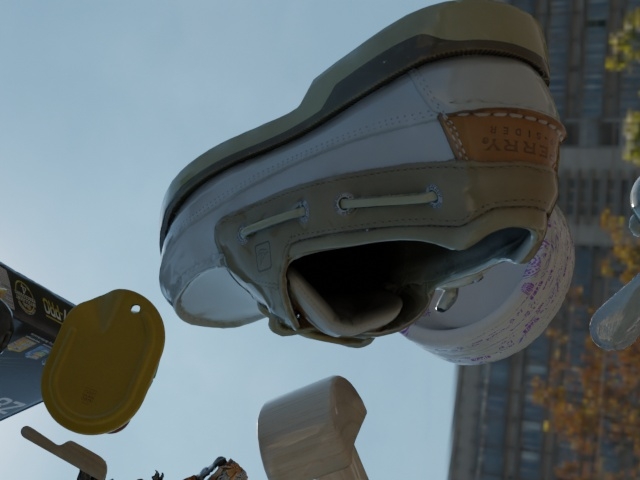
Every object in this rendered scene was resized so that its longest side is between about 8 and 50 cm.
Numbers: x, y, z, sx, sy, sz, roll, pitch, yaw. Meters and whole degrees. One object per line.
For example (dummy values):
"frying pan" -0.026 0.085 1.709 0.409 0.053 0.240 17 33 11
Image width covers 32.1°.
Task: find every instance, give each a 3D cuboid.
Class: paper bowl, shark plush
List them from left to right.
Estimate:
"shark plush" 0.167 0.012 1.271 0.073 0.161 0.067 45 -142 -6
"paper bowl" 0.228 0.040 1.593 0.148 0.284 0.284 35 -116 -43

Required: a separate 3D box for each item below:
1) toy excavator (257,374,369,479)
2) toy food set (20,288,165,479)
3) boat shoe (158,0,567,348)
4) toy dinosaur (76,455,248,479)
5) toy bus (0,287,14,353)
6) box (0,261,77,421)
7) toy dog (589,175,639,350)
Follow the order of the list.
"toy excavator" 0.065 0.401 0.993 0.433 0.222 0.445 59 -165 -31
"toy food set" -0.260 0.167 1.326 0.071 0.128 0.218 81 -151 -71
"boat shoe" 0.000 0.000 0.560 0.113 0.302 0.103 7 -115 -29
"toy dinosaur" -0.241 0.390 1.418 0.322 0.218 0.164 -24 -68 -27
"toy bus" -0.403 0.112 0.988 0.211 0.149 0.220 27 -150 -20
"box" -0.516 0.159 1.561 0.395 0.318 0.097 51 -162 -64
"toy dog" 0.368 0.107 1.057 0.220 0.161 0.333 13 -121 -21
